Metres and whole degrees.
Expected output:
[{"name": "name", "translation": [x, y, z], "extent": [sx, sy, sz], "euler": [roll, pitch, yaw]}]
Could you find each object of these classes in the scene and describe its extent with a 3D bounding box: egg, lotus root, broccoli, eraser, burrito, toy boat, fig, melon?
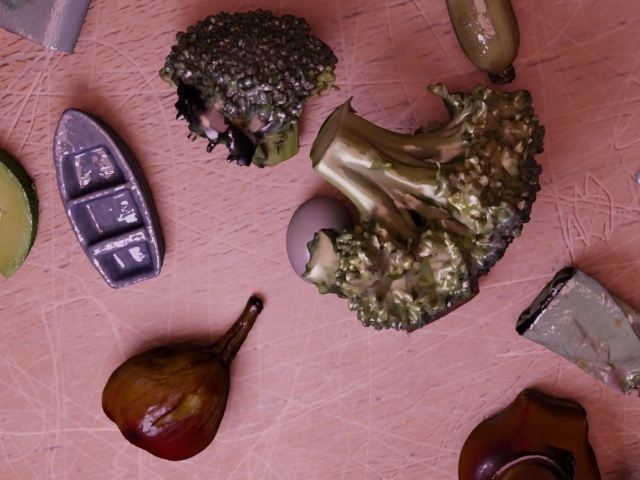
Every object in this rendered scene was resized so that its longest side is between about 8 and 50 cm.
[{"name": "egg", "translation": [0.000, 0.000, 1.462], "extent": [0.103, 0.103, 0.134], "euler": [8, 109, 5]}, {"name": "lotus root", "translation": [0.224, -0.299, 1.355], "extent": [0.077, 0.090, 0.182], "euler": [-25, 106, -15]}, {"name": "broccoli", "translation": [-0.103, -0.186, 1.366], "extent": [0.263, 0.246, 0.243], "euler": [1, 149, 15]}, {"name": "eraser", "translation": [-0.398, -0.405, 1.406], "extent": [0.174, 0.081, 0.226], "euler": [25, 109, 0]}, {"name": "burrito", "translation": [0.422, 0.138, 1.462], "extent": [0.229, 0.089, 0.144], "euler": [32, 122, -2]}, {"name": "toy boat", "translation": [-0.326, -0.070, 1.497], "extent": [0.127, 0.078, 0.282], "euler": [-16, 103, 12]}, {"name": "fig", "translation": [-0.211, 0.208, 1.517], "extent": [0.191, 0.190, 0.290], "euler": [33, 108, -3]}, {"name": "broccoli", "translation": [0.139, -0.043, 1.333], "extent": [0.318, 0.277, 0.338], "euler": [4, 114, -5]}, {"name": "melon", "translation": [-0.496, -0.047, 1.535], "extent": [0.118, 0.064, 0.209], "euler": [11, 110, 3]}]

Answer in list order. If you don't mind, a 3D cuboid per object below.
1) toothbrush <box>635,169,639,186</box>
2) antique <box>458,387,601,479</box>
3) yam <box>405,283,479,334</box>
[{"name": "toothbrush", "translation": [0.595, -0.224, 1.355], "extent": [0.042, 0.040, 0.418], "euler": [40, 107, -7]}, {"name": "antique", "translation": [0.320, 0.374, 1.520], "extent": [0.224, 0.129, 0.278], "euler": [22, 106, 1]}, {"name": "yam", "translation": [0.170, 0.078, 1.478], "extent": [0.127, 0.084, 0.084], "euler": [-29, 101, 17]}]
